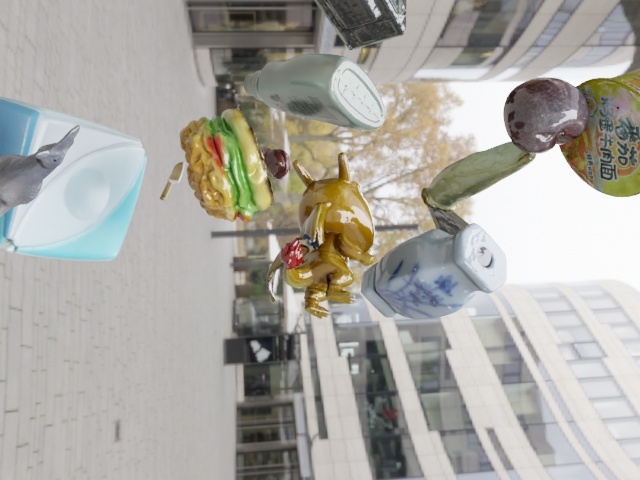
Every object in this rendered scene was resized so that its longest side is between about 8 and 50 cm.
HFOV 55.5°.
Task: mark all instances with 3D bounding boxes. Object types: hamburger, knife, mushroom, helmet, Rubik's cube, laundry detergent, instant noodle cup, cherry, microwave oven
[{"bbox_3d":[-0.190,-0.139,1.204,0.237,0.149,0.237,159,-90,-80],"label":"hamburger"},{"bbox_3d":[-0.586,-0.238,2.427,0.256,0.046,0.022,-81,178,-47],"label":"knife"},{"bbox_3d":[0.364,-0.156,1.452,0.333,0.107,0.087,-35,-133,58],"label":"mushroom"},{"bbox_3d":[-0.121,-0.236,1.797,0.089,0.057,0.111,-26,93,-61],"label":"helmet"},{"bbox_3d":[-0.694,-0.150,1.521,0.352,0.348,0.351,17,89,-61],"label":"Rubik's cube"},{"bbox_3d":[-0.042,-0.390,1.609,0.264,0.398,0.124,30,80,-48],"label":"laundry detergent"},{"bbox_3d":[0.676,-0.247,1.293,0.264,0.200,0.264,51,-24,34],"label":"instant noodle cup"},{"bbox_3d":[0.466,-0.266,1.263,0.140,0.176,0.176,62,20,-60],"label":"cherry"},{"bbox_3d":[0.117,-0.790,1.807,0.355,0.219,0.286,37,50,-56],"label":"microwave oven"}]

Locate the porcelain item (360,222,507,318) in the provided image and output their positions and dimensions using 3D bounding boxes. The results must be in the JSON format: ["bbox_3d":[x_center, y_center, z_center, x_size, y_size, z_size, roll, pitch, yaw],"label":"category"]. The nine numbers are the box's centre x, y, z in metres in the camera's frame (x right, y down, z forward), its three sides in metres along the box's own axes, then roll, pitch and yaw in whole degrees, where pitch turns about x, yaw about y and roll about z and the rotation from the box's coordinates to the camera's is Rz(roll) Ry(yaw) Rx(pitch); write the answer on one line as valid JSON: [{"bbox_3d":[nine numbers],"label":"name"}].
[{"bbox_3d":[0.301,0.099,1.703,0.405,0.242,0.178,-27,-155,48],"label":"porcelain item"}]

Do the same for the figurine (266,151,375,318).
[{"bbox_3d":[0.018,-0.014,1.634,0.401,0.268,0.386,110,-9,-60],"label":"figurine"}]

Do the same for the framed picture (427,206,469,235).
[{"bbox_3d":[0.449,-0.026,2.006,0.240,0.020,0.324,44,-4,29],"label":"framed picture"}]

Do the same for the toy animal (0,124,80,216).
[{"bbox_3d":[-0.520,-0.086,0.998,0.367,0.205,0.081,-4,-50,52],"label":"toy animal"}]
